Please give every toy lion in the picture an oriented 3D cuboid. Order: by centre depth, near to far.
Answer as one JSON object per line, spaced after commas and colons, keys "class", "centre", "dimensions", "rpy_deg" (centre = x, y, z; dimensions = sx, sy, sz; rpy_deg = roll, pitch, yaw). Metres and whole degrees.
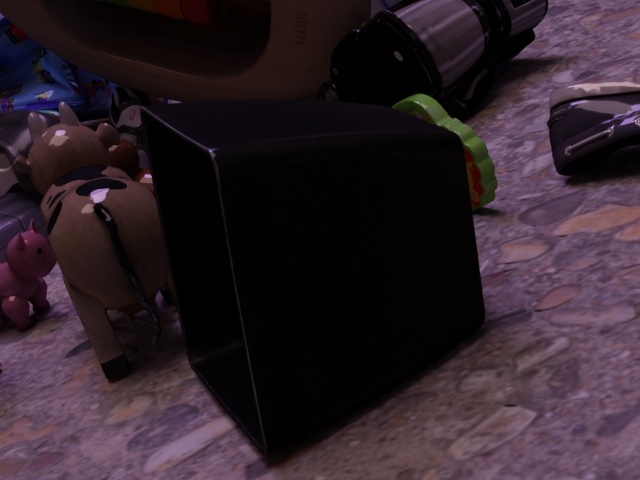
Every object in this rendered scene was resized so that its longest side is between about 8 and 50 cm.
{"class": "toy lion", "centre": [0.093, -0.067, 1.137], "dimensions": [0.034, 0.100, 0.096], "rpy_deg": [-29, 2, -25]}

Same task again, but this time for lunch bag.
{"class": "lunch bag", "centre": [-0.364, -0.180, 1.751], "dimensions": [0.293, 0.138, 0.221], "rpy_deg": [-17, 0, 20]}

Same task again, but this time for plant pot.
{"class": "plant pot", "centre": [0.000, 0.000, 0.954], "dimensions": [0.167, 0.187, 0.188], "rpy_deg": [-14, 17, -15]}

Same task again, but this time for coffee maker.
{"class": "coffee maker", "centre": [0.101, -0.188, 1.404], "dimensions": [0.178, 0.120, 0.171], "rpy_deg": [-35, 23, -35]}

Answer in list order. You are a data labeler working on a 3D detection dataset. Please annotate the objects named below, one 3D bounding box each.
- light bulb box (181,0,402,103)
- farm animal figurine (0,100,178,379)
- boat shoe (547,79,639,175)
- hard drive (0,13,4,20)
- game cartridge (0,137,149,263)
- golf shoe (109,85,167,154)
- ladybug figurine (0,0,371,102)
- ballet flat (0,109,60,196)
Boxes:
{"class": "light bulb box", "centre": [-0.050, -0.392, 1.735], "dimensions": [0.225, 0.358, 0.361], "rpy_deg": [-6, 26, 32]}
{"class": "farm animal figurine", "centre": [-0.201, -0.007, 1.165], "dimensions": [0.330, 0.172, 0.327], "rpy_deg": [-32, 22, -26]}
{"class": "boat shoe", "centre": [0.262, -0.080, 1.082], "dimensions": [0.206, 0.075, 0.065], "rpy_deg": [-2, 70, 31]}
{"class": "hard drive", "centre": [-0.512, -0.260, 1.937], "dimensions": [0.353, 0.047, 0.233], "rpy_deg": [-33, 19, -2]}
{"class": "game cartridge", "centre": [-0.340, -0.044, 1.576], "dimensions": [0.230, 0.068, 0.355], "rpy_deg": [-36, 24, -24]}
{"class": "golf shoe", "centre": [-0.192, -0.136, 1.619], "dimensions": [0.067, 0.086, 0.186], "rpy_deg": [-26, 19, -4]}
{"class": "ladybug figurine", "centre": [-0.153, -0.291, 1.493], "dimensions": [0.449, 0.305, 0.162], "rpy_deg": [17, 47, 10]}
{"class": "ballet flat", "centre": [-0.356, -0.082, 1.481], "dimensions": [0.280, 0.095, 0.096], "rpy_deg": [-2, 40, 42]}
